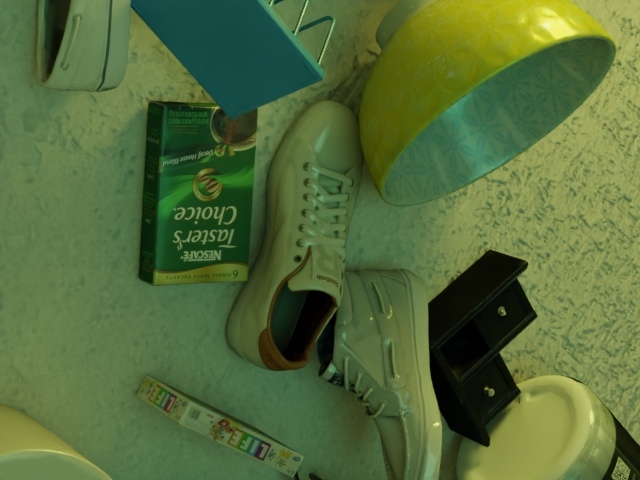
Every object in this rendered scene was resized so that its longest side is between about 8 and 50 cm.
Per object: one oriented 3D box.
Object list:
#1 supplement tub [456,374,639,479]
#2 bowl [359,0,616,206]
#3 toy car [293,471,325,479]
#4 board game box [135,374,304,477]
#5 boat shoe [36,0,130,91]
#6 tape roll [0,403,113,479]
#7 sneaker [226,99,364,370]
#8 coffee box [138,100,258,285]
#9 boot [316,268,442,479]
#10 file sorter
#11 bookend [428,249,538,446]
[{"bbox_3d":[0.317,0.320,1.868,0.193,0.193,0.316,-50,120,-13],"label":"supplement tub"},{"bbox_3d":[0.144,-0.180,1.651,0.289,0.289,0.156,-24,71,-25],"label":"bowl"},{"bbox_3d":[0.038,0.304,1.728,0.149,0.155,0.188,-45,107,-15],"label":"toy car"},{"bbox_3d":[-0.104,0.191,1.632,0.154,0.103,0.026,31,84,-32],"label":"board game box"},{"bbox_3d":[-0.225,-0.263,1.462,0.084,0.095,0.258,-8,104,-35],"label":"boat shoe"},{"bbox_3d":[-0.312,0.288,1.486,0.246,0.169,0.246,-7,105,-30],"label":"tape roll"},{"bbox_3d":[0.000,0.000,1.644,0.106,0.123,0.290,15,91,-31],"label":"sneaker"},{"bbox_3d":[-0.123,-0.047,1.604,0.113,0.040,0.184,0,101,-32],"label":"coffee box"},{"bbox_3d":[0.053,0.156,1.703,0.123,0.095,0.258,3,71,-25],"label":"boot"},{"bbox_3d":[-0.082,-0.227,1.534,0.170,0.118,0.104,48,39,-30],"label":"file sorter"},{"bbox_3d":[0.191,0.123,1.818,0.156,0.072,0.157,-39,119,-19],"label":"bookend"}]
